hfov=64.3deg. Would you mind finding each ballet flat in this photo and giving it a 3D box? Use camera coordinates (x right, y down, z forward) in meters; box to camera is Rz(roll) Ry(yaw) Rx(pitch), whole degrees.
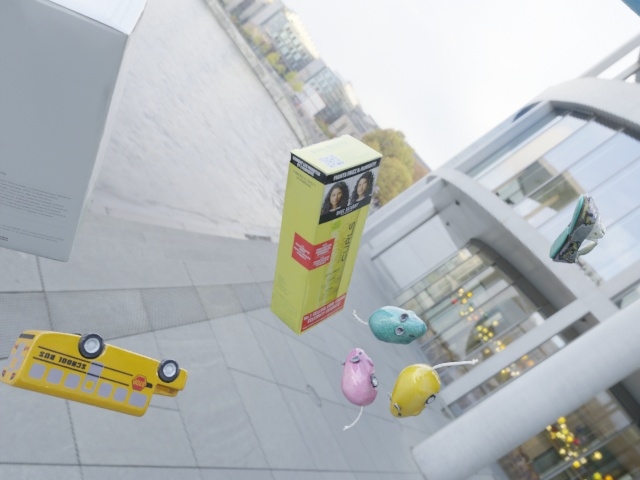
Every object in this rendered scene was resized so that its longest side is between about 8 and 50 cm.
[{"bbox_3d":[0.279,-0.010,0.541,0.041,0.041,0.114,58,-11,30],"label":"ballet flat"}]

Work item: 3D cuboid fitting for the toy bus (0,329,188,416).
[{"bbox_3d":[-0.446,0.273,1.044,0.333,0.108,0.130,33,61,-38],"label":"toy bus"}]

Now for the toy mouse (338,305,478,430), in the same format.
[{"bbox_3d":[0.058,0.119,0.528,0.031,0.161,0.143,24,25,-42],"label":"toy mouse"}]

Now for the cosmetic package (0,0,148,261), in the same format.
[{"bbox_3d":[-0.359,-0.173,0.677,0.155,0.365,0.197,18,37,-22],"label":"cosmetic package"}]

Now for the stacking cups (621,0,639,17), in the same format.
[{"bbox_3d":[0.339,-0.260,0.494,0.316,0.096,0.096,24,17,-20],"label":"stacking cups"}]

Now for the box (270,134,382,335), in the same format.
[{"bbox_3d":[0.000,0.000,0.587,0.058,0.087,0.232,39,-46,31],"label":"box"}]
